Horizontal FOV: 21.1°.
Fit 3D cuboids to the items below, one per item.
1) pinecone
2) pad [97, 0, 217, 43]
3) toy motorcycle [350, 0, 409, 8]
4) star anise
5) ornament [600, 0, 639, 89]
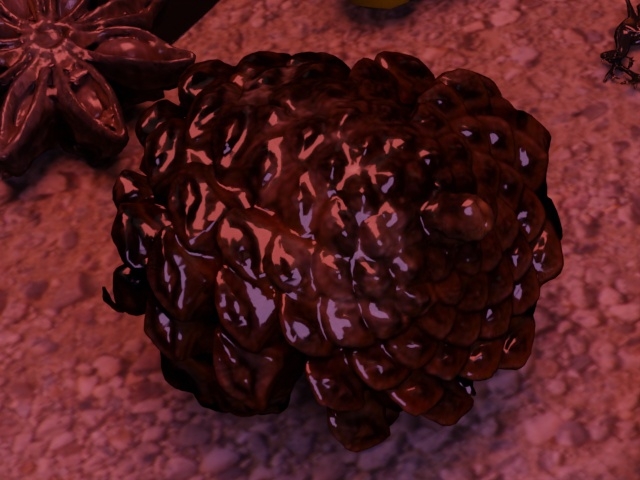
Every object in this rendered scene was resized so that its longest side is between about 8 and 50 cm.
[{"bbox_3d":[-0.001,0.004,1.180,0.296,0.242,0.298,17,50,33],"label":"pinecone"},{"bbox_3d":[-0.148,-0.276,1.641,0.181,0.004,0.267,22,50,25],"label":"pad"},{"bbox_3d":[0.102,-0.354,1.594,0.200,0.191,0.326,0,63,-6],"label":"toy motorcycle"},{"bbox_3d":[-0.227,-0.146,1.445,0.236,0.109,0.223,-7,59,-9],"label":"star anise"},{"bbox_3d":[0.282,-0.172,1.480,0.073,0.028,0.125,10,45,16],"label":"ornament"}]
